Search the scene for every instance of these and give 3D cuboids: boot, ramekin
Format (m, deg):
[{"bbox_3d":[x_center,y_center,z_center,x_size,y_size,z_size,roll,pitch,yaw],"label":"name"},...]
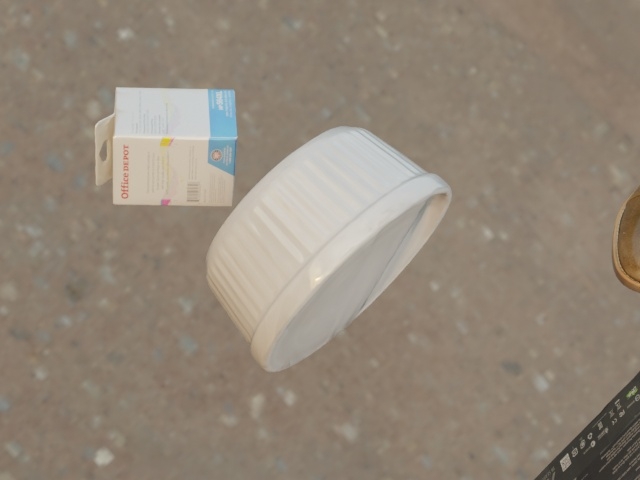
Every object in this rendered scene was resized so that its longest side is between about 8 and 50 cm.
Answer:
[{"bbox_3d":[0.413,-0.066,1.850,0.112,0.115,0.305,22,53,15],"label":"boot"},{"bbox_3d":[0.000,0.000,1.689,0.127,0.273,0.273,46,30,14],"label":"ramekin"}]

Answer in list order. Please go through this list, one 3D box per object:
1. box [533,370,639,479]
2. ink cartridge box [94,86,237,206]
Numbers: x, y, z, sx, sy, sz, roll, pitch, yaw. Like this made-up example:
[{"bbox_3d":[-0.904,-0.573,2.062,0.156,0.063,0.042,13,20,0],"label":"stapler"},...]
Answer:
[{"bbox_3d":[0.222,0.164,0.981,0.059,0.232,0.183,24,30,-24],"label":"box"},{"bbox_3d":[-0.160,-0.098,1.678,0.143,0.092,0.090,2,40,-6],"label":"ink cartridge box"}]
